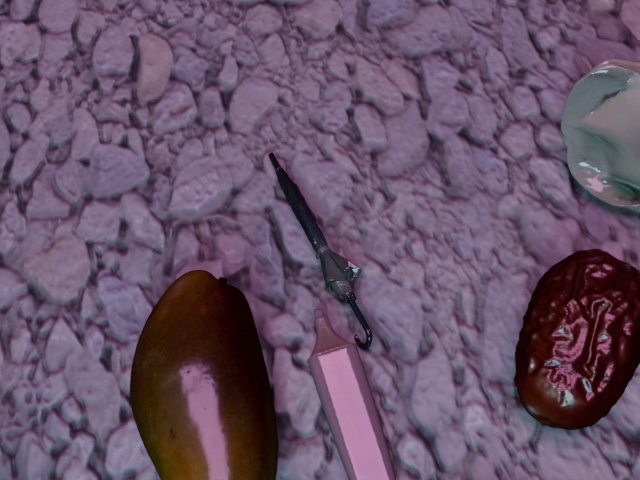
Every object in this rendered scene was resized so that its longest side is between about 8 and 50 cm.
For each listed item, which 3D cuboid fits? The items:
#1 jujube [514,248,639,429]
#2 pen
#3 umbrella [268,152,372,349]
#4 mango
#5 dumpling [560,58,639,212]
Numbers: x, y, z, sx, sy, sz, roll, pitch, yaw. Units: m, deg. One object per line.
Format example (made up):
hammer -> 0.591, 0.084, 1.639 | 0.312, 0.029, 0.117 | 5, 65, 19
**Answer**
jujube -> 0.250, 0.094, 0.761 | 0.112, 0.109, 0.176 | 8, 61, 48
pen -> 0.025, 0.156, 0.794 | 0.053, 0.032, 0.197 | -17, 65, -2
umbrella -> 0.002, -0.003, 0.873 | 0.044, 0.044, 0.269 | -8, 59, -33
mango -> -0.113, 0.155, 0.761 | 0.133, 0.111, 0.267 | -5, 60, -15
dumpling -> 0.374, -0.099, 0.837 | 0.250, 0.162, 0.132 | 23, 31, 4
